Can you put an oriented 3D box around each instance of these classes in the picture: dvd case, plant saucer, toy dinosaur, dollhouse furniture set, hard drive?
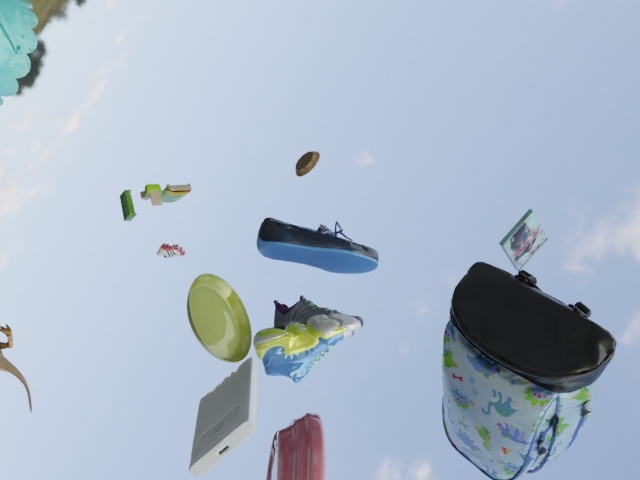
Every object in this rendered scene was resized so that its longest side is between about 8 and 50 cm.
[{"bbox_3d":[0.379,0.001,1.689,0.087,0.119,0.013,-48,-125,-2],"label":"dvd case"},{"bbox_3d":[-0.056,0.489,1.711,0.332,0.084,0.332,-173,-90,-82],"label":"plant saucer"},{"bbox_3d":[-0.598,0.218,1.675,0.064,0.211,0.112,-44,154,-69],"label":"toy dinosaur"},{"bbox_3d":[-0.345,-0.080,1.930,0.076,0.151,0.059,-34,-114,51],"label":"dollhouse furniture set"},{"bbox_3d":[-0.238,0.436,2.280,0.203,0.040,0.307,-41,-163,13],"label":"hard drive"},{"bbox_3d":[-0.262,0.201,2.290,0.037,0.241,0.241,-27,-136,26],"label":"plant saucer"},{"bbox_3d":[-0.037,-0.201,2.327,0.083,0.015,0.083,-33,-146,25],"label":"plant saucer"}]

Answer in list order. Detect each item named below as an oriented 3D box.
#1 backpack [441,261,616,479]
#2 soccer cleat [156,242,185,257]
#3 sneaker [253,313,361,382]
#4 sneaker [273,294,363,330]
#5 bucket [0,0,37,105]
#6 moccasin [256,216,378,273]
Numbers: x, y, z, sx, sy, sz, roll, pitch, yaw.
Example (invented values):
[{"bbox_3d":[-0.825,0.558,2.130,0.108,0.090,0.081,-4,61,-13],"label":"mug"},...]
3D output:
[{"bbox_3d":[0.343,0.258,1.603,0.290,0.356,0.273,33,-110,29],"label":"backpack"},{"bbox_3d":[-0.349,0.027,2.118,0.035,0.083,0.029,-47,-116,16],"label":"soccer cleat"},{"bbox_3d":[-0.024,0.239,2.000,0.091,0.240,0.126,-112,-166,-75],"label":"sneaker"},{"bbox_3d":[-0.011,0.171,2.113,0.223,0.083,0.098,-7,-101,18],"label":"sneaker"},{"bbox_3d":[-0.765,-0.436,1.962,0.281,0.183,0.281,-12,-109,37],"label":"bucket"},{"bbox_3d":[0.000,0.000,2.467,0.138,0.341,0.117,126,-27,-52],"label":"moccasin"}]
